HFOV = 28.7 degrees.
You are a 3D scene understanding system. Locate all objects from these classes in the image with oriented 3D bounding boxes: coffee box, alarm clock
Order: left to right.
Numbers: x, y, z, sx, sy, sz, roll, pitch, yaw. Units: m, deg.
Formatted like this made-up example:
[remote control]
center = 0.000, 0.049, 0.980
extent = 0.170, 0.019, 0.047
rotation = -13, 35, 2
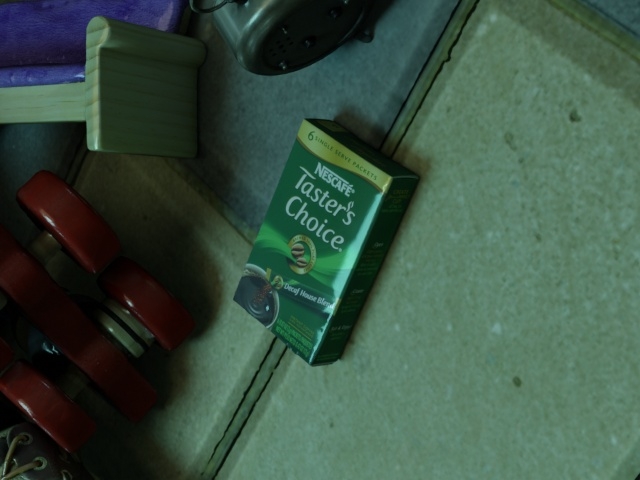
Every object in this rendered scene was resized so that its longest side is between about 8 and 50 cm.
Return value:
[alarm clock]
center = -0.030, -0.186, 0.989
extent = 0.129, 0.192, 0.064
rotation = -43, 65, 33
[coffee box]
center = 0.000, 0.000, 1.066
extent = 0.113, 0.040, 0.184
rotation = 38, 115, 33

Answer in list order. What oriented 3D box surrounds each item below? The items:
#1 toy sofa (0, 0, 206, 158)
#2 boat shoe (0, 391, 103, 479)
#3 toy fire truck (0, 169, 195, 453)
[toy sofa]
center = -0.298, -0.164, 1.210
extent = 0.363, 0.150, 0.177
rotation = 2, 91, 31
[boat shoe]
center = -0.283, 0.232, 1.185
extent = 0.123, 0.123, 0.342
rotation = -49, 35, 8
[toy fire truck]
center = -0.280, 0.044, 1.175
extent = 0.169, 0.302, 0.254
rotation = -47, 42, -13
